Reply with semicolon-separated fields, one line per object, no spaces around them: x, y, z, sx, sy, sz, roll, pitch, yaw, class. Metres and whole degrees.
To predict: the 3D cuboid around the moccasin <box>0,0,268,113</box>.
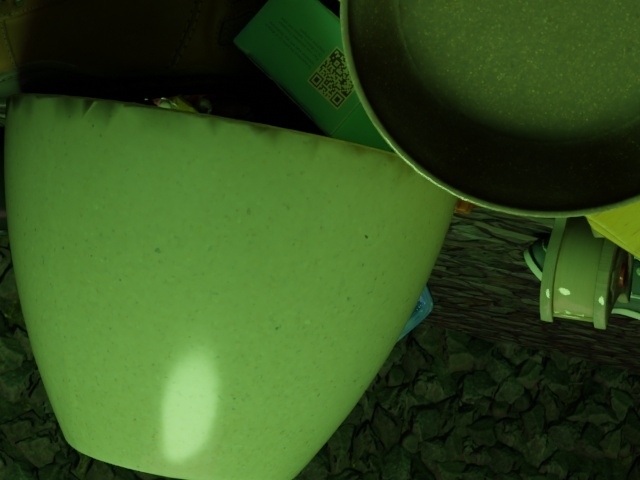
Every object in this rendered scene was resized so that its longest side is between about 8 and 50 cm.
-0.207;-0.174;0.986;0.380;0.147;0.139;-2;180;40;moccasin

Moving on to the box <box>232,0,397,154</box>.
0.038;-0.109;0.939;0.100;0.060;0.244;46;-168;19;box

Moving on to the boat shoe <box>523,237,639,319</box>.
0.438;0.048;1.826;0.319;0.116;0.099;20;126;-17;boat shoe

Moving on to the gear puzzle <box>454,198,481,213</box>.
0.135;-0.048;1.271;0.175;0.044;0.339;18;173;-39;gear puzzle

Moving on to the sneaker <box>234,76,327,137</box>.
-0.021;-0.133;1.078;0.267;0.106;0.101;16;172;-22;sneaker

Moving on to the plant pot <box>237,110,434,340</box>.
-0.062;0.018;1.288;0.212;0.236;0.236;38;162;52;plant pot

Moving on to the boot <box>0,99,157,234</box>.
-0.322;-0.082;1.607;0.367;0.146;0.445;5;176;-18;boot

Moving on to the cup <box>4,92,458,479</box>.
-0.081;0.042;0.938;0.331;0.237;0.331;11;180;0;cup

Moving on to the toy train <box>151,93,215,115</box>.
-0.155;-0.155;1.305;0.125;0.046;0.166;37;-178;2;toy train

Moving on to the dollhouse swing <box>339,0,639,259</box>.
0.189;-0.158;0.820;0.315;0.305;0.347;-38;150;18;dollhouse swing

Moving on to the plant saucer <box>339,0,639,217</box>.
0.107;-0.107;0.574;0.199;0.198;0.036;11;-155;-5;plant saucer

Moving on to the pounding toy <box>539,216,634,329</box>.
0.353;0.035;1.541;0.155;0.154;0.269;7;171;21;pounding toy
